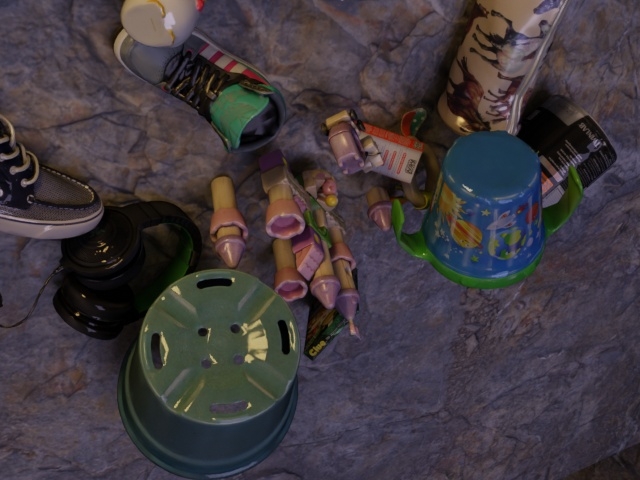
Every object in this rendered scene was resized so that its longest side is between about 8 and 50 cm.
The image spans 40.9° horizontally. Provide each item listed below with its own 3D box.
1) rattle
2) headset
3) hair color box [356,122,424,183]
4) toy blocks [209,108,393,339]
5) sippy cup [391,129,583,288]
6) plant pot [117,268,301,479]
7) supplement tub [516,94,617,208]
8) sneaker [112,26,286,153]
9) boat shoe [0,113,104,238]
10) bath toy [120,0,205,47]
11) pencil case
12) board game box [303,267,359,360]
[{"bbox_3d":[0.154,-0.158,1.685,0.130,0.143,0.200,-40,119,-28],"label":"rattle"},{"bbox_3d":[-0.391,0.043,1.450,0.394,0.185,0.243,-18,140,-41],"label":"headset"},{"bbox_3d":[0.113,-0.164,1.582,0.141,0.043,0.072,20,123,2],"label":"hair color box"},{"bbox_3d":[0.000,0.000,1.490,0.309,0.260,0.288,-26,139,16],"label":"toy blocks"},{"bbox_3d":[0.297,-0.068,1.534,0.305,0.240,0.224,-41,150,-22],"label":"sippy cup"},{"bbox_3d":[-0.183,0.220,1.471,0.341,0.341,0.334,-21,164,-17],"label":"plant pot"},{"bbox_3d":[0.430,-0.131,1.768,0.316,0.193,0.193,-41,138,5],"label":"supplement tub"},{"bbox_3d":[-0.164,-0.223,1.303,0.295,0.178,0.124,17,116,-41],"label":"sneaker"},{"bbox_3d":[-0.459,-0.107,1.243,0.340,0.127,0.158,7,129,-37],"label":"boat shoe"},{"bbox_3d":[-0.221,-0.427,1.137,0.151,0.129,0.348,8,133,16],"label":"bath toy"},{"bbox_3d":[0.345,-0.367,1.515,0.160,0.183,0.410,-5,130,-31],"label":"pencil case"},{"bbox_3d":[0.024,0.137,1.713,0.030,0.260,0.136,42,102,-9],"label":"board game box"}]
